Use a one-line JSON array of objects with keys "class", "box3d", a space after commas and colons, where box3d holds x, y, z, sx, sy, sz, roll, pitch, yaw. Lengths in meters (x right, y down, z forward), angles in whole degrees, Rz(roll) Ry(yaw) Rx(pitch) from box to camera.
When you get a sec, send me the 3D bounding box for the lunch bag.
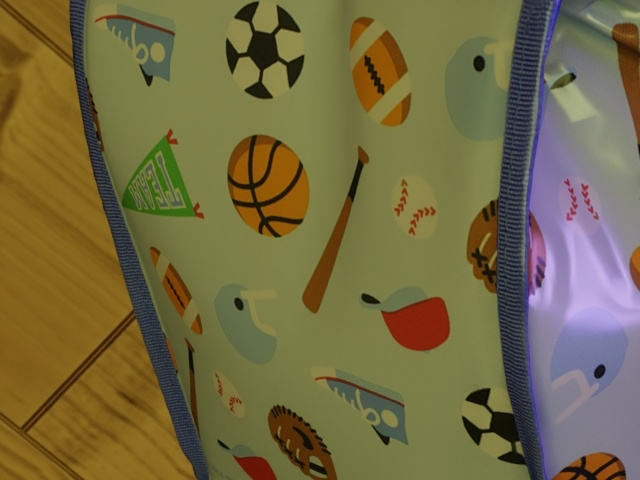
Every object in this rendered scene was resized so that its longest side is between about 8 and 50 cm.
[{"class": "lunch bag", "box3d": [0.055, -0.017, 0.954, 0.328, 0.239, 0.385, 17, 137, 43]}]
